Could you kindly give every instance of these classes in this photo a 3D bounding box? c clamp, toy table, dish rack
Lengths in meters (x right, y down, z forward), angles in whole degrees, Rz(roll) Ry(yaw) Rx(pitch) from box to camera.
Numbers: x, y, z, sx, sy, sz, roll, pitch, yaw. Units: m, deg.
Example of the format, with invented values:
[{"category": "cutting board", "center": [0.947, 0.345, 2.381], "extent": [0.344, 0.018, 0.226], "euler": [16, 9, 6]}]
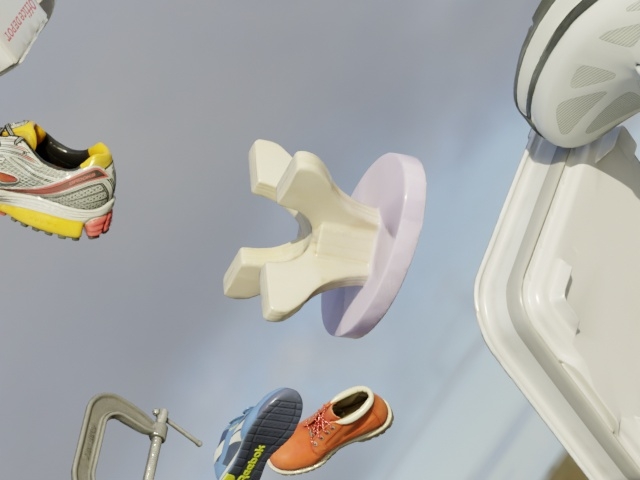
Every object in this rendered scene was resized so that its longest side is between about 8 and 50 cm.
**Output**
[{"category": "c clamp", "center": [-0.179, 0.215, 1.904], "extent": [0.022, 0.137, 0.161], "euler": [-32, 28, 35]}, {"category": "toy table", "center": [0.000, 0.000, 2.282], "extent": [0.252, 0.160, 0.274], "euler": [-103, 29, -48]}, {"category": "dish rack", "center": [0.273, 0.046, 1.818], "extent": [0.072, 0.285, 0.333], "euler": [-17, 32, 36]}]

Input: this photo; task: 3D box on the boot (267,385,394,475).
[{"category": "boot", "center": [0.002, 0.216, 2.270], "extent": [0.158, 0.059, 0.084], "euler": [-28, -26, 3]}]

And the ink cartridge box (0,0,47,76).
[{"category": "ink cartridge box", "center": [-0.375, -0.257, 1.895], "extent": [0.092, 0.219, 0.160], "euler": [-30, 18, 16]}]

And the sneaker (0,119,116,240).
[{"category": "sneaker", "center": [-0.293, -0.075, 1.789], "extent": [0.088, 0.225, 0.093], "euler": [-88, 12, -65]}]

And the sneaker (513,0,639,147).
[{"category": "sneaker", "center": [0.343, -0.154, 1.605], "extent": [0.169, 0.257, 0.447], "euler": [-4, -30, -39]}]

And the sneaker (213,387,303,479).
[{"category": "sneaker", "center": [-0.070, 0.198, 2.024], "extent": [0.144, 0.053, 0.059], "euler": [-54, 35, 26]}]

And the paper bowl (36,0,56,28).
[{"category": "paper bowl", "center": [-0.426, -0.295, 2.311], "extent": [0.284, 0.284, 0.148], "euler": [-50, -49, -27]}]
